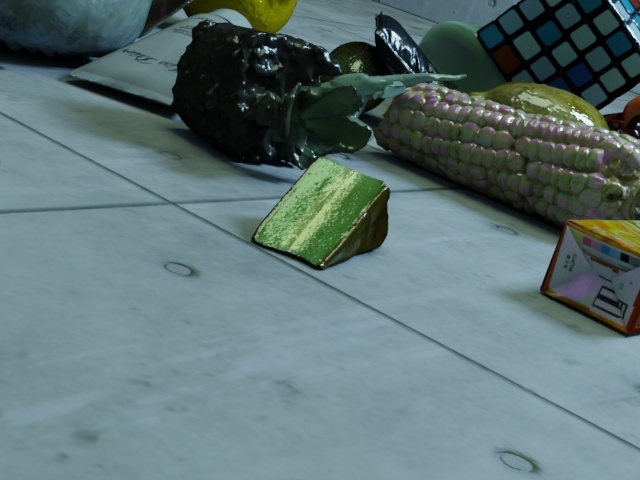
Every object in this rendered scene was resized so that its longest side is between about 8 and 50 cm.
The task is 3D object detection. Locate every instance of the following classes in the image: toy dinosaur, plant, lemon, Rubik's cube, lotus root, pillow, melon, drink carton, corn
[{"bbox_3d":[0.040,-0.167,1.355,0.242,0.053,0.167,-23,31,-9],"label":"toy dinosaur"},{"bbox_3d":[-0.053,-0.142,1.176,0.203,0.131,0.142,29,17,33],"label":"plant"},{"bbox_3d":[-0.136,-0.413,1.911,0.244,0.186,0.187,17,12,39],"label":"lemon"},{"bbox_3d":[0.355,-0.277,1.616,0.187,0.184,0.182,55,33,-3],"label":"Rubik's cube"},{"bbox_3d":[0.264,-0.133,1.450,0.214,0.138,0.138,25,13,-15],"label":"lotus root"},{"bbox_3d":[0.136,-0.211,1.590,0.208,0.055,0.141,53,10,-15],"label":"pillow"},{"bbox_3d":[0.048,-0.222,1.616,0.099,0.099,0.162,18,20,2],"label":"melon"},{"bbox_3d":[0.303,0.028,1.076,0.096,0.071,0.223,28,18,36],"label":"drink carton"},{"bbox_3d":[0.220,-0.096,1.343,0.335,0.126,0.127,22,16,31],"label":"corn"}]

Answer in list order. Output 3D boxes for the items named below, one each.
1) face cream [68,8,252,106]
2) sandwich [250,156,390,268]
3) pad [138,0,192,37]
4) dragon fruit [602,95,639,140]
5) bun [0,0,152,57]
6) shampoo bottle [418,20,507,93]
[{"bbox_3d":[-0.166,-0.210,1.409,0.143,0.089,0.314,19,27,10],"label":"face cream"},{"bbox_3d":[0.000,0.000,0.974,0.074,0.074,0.116,23,49,19],"label":"sandwich"},{"bbox_3d":[-0.207,-0.436,1.824,0.330,0.004,0.220,-41,44,-17],"label":"pad"},{"bbox_3d":[0.505,-0.132,1.536,0.307,0.243,0.227,14,54,-25],"label":"dragon fruit"},{"bbox_3d":[-0.372,-0.340,1.372,0.362,0.211,0.362,14,15,-4],"label":"bun"},{"bbox_3d":[0.297,-0.237,1.815,0.350,0.151,0.222,-2,38,-51],"label":"shampoo bottle"}]
